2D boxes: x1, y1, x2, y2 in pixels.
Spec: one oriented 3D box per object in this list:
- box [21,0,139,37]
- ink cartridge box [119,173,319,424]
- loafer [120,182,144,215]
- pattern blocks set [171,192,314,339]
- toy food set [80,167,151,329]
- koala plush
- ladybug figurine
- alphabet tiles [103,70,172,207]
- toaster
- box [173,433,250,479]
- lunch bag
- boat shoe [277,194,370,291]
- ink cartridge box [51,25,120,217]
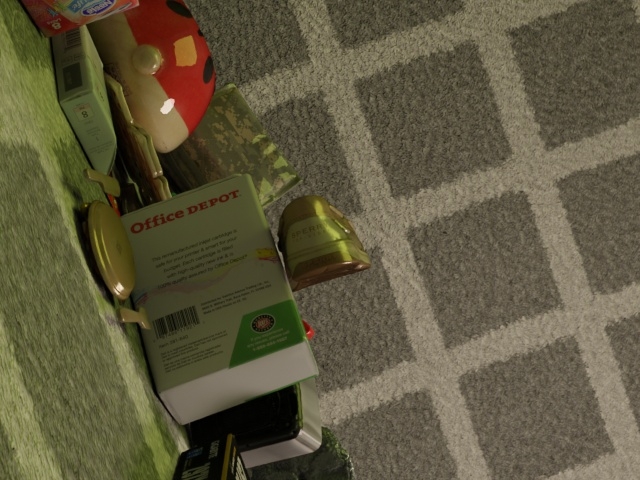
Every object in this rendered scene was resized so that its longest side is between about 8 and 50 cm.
[{"bbox_3d":[-0.361,-0.447,1.679,0.154,0.142,0.300,71,0,-69],"label":"box"},{"bbox_3d":[-0.142,0.075,1.684,0.117,0.201,0.278,72,-2,-58],"label":"ink cartridge box"},{"bbox_3d":[-0.246,-0.008,1.835,0.062,0.061,0.170,-139,-150,-89],"label":"loafer"},{"bbox_3d":[-0.160,0.036,2.125,0.325,0.026,0.285,49,-16,-22],"label":"pattern blocks set"},{"bbox_3d":[-0.256,0.014,1.494,0.132,0.038,0.192,36,39,-78],"label":"toy food set"},{"bbox_3d":[-0.039,0.372,2.003,0.221,0.196,0.203,-160,-123,-81],"label":"koala plush"},{"bbox_3d":[-0.276,-0.301,2.061,0.305,0.161,0.449,66,-7,-15],"label":"ladybug figurine"},{"bbox_3d":[-0.277,-0.128,1.919,0.284,0.021,0.278,40,-29,63],"label":"alphabet tiles"},{"bbox_3d":[-0.089,0.217,1.748,0.110,0.185,0.168,47,29,-62],"label":"toaster"},{"bbox_3d":[-0.096,0.389,1.460,0.322,0.079,0.257,-111,180,-85],"label":"box"},{"bbox_3d":[-0.210,-0.127,2.378,0.235,0.169,0.287,55,-34,-2],"label":"lunch bag"},{"bbox_3d":[0.000,0.000,1.746,0.341,0.121,0.110,105,-33,-84],"label":"boat shoe"},{"bbox_3d":[-0.309,-0.168,1.775,0.189,0.066,0.232,-110,176,-48],"label":"ink cartridge box"}]
